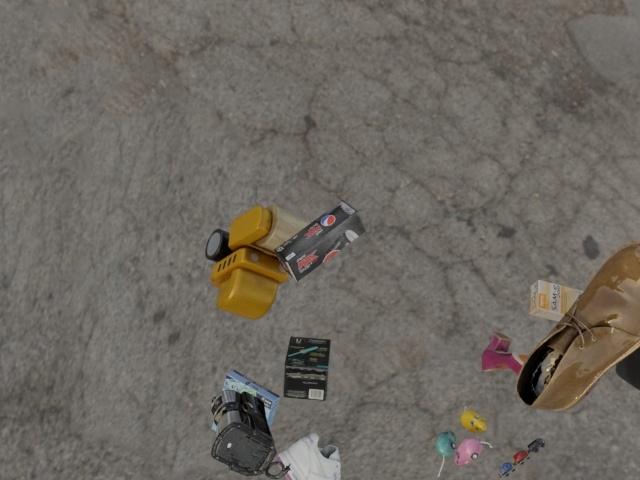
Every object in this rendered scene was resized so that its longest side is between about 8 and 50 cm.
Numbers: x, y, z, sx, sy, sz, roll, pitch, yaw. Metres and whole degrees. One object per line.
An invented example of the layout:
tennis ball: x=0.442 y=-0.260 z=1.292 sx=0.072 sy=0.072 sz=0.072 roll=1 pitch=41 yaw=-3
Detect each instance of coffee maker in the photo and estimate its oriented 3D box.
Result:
coffee maker: x=-0.165 y=0.430 z=1.371 sx=0.120 sy=0.178 sz=0.171 roll=-34 pitch=107 yaw=-2

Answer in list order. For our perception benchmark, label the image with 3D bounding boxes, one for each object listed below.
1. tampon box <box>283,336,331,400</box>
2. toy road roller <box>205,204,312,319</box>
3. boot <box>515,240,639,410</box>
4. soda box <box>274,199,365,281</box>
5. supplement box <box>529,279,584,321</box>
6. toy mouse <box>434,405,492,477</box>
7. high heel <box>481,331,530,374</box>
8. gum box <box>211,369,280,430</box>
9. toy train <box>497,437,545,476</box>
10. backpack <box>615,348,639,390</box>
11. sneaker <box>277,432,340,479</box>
tampon box: x=-0.036 y=0.352 z=1.722 sx=0.121 sy=0.101 sz=0.161 roll=5 pitch=21 yaw=2
toy road roller: x=-0.169 y=0.073 z=1.706 sx=0.203 sy=0.330 sz=0.240 roll=23 pitch=54 yaw=-34
boot: x=0.401 y=0.135 z=0.921 sx=0.115 sy=0.305 sz=0.112 roll=9 pitch=26 yaw=-43
soda box: x=0.000 y=0.000 z=1.172 sx=0.169 sy=0.060 sz=0.053 roll=-36 pitch=43 yaw=-13
supplement box: x=0.454 y=0.120 z=1.186 sx=0.099 sy=0.036 sz=0.062 roll=14 pitch=62 yaw=-5
toy mouse: x=0.257 y=0.382 z=1.172 sx=0.031 sy=0.161 sz=0.143 roll=45 pitch=82 yaw=-13
high heel: x=0.489 y=0.334 z=1.598 sx=0.082 sy=0.117 sz=0.244 roll=12 pitch=13 yaw=-20
gum box: x=-0.206 y=0.472 z=1.698 sx=0.157 sy=0.184 sz=0.041 roll=25 pitch=19 yaw=22
toy train: x=0.547 y=0.593 z=1.694 sx=0.036 sy=0.158 sz=0.027 roll=37 pitch=14 yaw=-44
backpack: x=0.901 y=0.191 z=1.457 sx=0.273 sy=0.290 sz=0.355 roll=32 pitch=63 yaw=31
sneaker: x=0.021 y=0.649 z=1.662 sx=0.152 sy=0.114 sz=0.305 roll=-39 pitch=110 yaw=-14
